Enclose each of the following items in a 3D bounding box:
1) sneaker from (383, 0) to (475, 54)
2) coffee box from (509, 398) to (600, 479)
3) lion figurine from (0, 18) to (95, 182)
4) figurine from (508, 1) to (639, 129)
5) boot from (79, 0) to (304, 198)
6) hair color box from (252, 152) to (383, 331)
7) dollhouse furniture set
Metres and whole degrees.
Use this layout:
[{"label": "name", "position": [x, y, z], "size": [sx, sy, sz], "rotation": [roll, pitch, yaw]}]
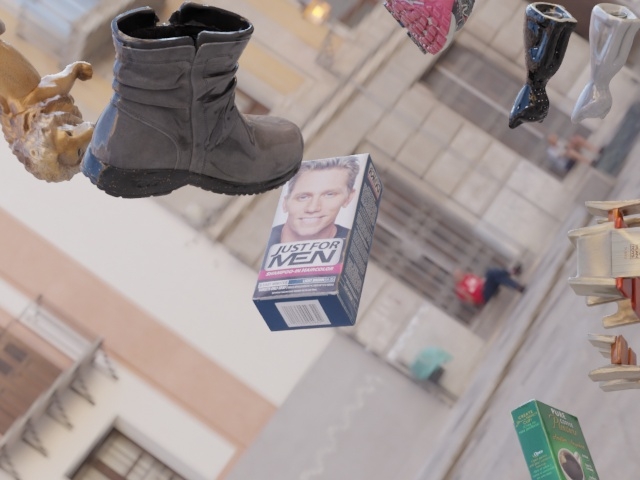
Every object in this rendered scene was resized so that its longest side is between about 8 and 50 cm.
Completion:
[{"label": "sneaker", "position": [0.146, -0.320, 1.568], "size": [0.112, 0.121, 0.299], "rotation": [-40, 6, 8]}, {"label": "coffee box", "position": [0.290, 0.285, 1.418], "size": [0.040, 0.184, 0.113], "rotation": [-33, -35, 28]}, {"label": "lion figurine", "position": [-0.495, -0.269, 1.902], "size": [0.142, 0.392, 0.240], "rotation": [-41, 11, 32]}, {"label": "figurine", "position": [0.421, -0.285, 2.017], "size": [0.214, 0.092, 0.210], "rotation": [-5, -57, -24]}, {"label": "boot", "position": [-0.117, -0.170, 1.450], "size": [0.338, 0.118, 0.223], "rotation": [-13, -45, -47]}, {"label": "hair color box", "position": [0.000, 0.000, 2.268], "size": [0.105, 0.173, 0.347], "rotation": [63, -150, -42]}, {"label": "dollhouse furniture set", "position": [0.444, 0.062, 1.708], "size": [0.259, 0.135, 0.262], "rotation": [39, -129, -59]}]
